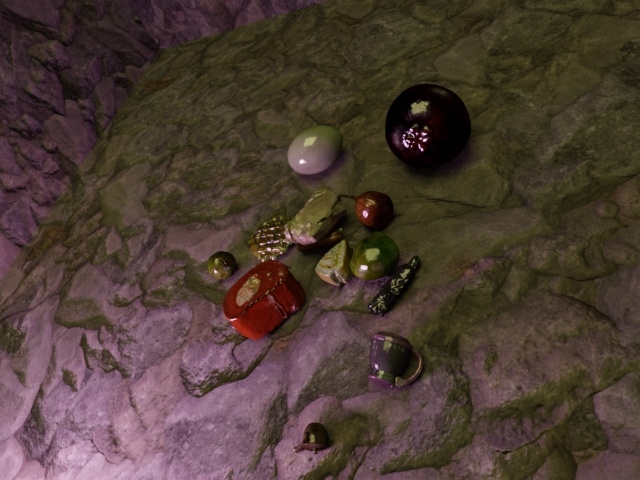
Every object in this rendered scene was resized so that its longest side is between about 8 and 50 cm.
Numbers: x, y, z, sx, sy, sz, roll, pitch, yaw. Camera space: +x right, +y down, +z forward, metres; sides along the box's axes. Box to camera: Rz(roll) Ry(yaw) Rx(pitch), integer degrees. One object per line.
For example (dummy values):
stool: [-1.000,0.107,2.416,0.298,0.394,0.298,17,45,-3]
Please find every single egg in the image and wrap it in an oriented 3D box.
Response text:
egg: [-0.021,-0.377,2.057,0.253,0.186,0.186,-31,45,5]

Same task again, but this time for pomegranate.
pomegranate: [-0.390,0.100,1.929,0.142,0.114,0.114,-22,38,53]

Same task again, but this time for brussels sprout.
brussels sprout: [0.180,0.052,1.609,0.143,0.161,0.181,32,51,-4]

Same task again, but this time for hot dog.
hot dog: [0.000,0.000,1.821,0.188,0.055,0.072,-16,26,11]

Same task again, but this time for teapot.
teapot: [0.202,0.345,1.406,0.116,0.148,0.146,-22,45,65]
teapot: [-0.037,0.552,1.370,0.110,0.085,0.080,-30,40,32]

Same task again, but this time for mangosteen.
mangosteen: [0.398,-0.423,1.813,0.307,0.307,0.347,-1,26,28]

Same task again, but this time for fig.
fig: [0.159,-0.126,1.777,0.133,0.146,0.201,-36,43,-25]

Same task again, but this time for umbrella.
umbrella: [0.241,0.138,1.574,0.066,0.059,0.236,32,74,24]

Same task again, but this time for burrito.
burrito: [0.002,-0.099,1.830,0.175,0.107,0.348,10,41,25]

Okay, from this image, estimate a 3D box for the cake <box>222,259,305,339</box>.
cake: [-0.198,0.198,1.707,0.283,0.151,0.177,-40,33,-7]

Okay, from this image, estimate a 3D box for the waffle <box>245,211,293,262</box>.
waffle: [-0.185,-0.015,1.938,0.204,0.054,0.223,-40,44,-7]

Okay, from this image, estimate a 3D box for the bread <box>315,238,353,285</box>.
bread: [0.070,0.085,1.678,0.156,0.103,0.110,-46,40,-2]
